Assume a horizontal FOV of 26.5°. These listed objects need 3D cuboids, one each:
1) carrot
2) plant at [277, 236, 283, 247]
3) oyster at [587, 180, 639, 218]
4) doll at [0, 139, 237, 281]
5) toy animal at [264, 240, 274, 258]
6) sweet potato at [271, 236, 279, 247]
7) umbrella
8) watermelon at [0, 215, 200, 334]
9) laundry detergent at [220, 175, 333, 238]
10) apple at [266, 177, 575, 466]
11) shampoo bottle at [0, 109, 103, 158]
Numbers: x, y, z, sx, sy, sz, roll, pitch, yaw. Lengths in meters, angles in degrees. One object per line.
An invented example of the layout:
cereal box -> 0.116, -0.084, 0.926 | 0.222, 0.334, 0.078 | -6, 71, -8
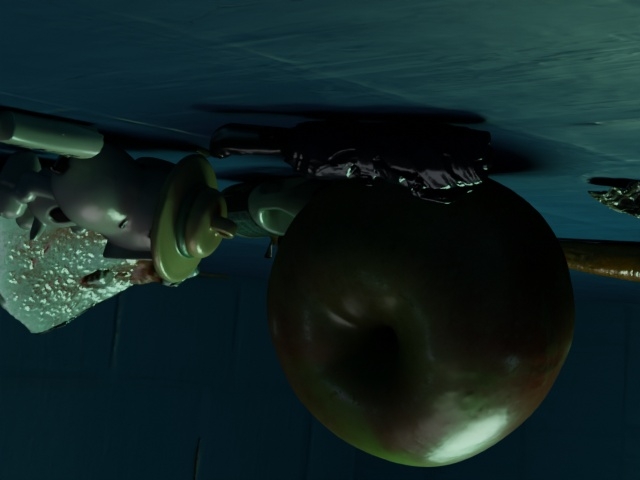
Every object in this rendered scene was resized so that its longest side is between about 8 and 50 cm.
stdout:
carrot -> 0.409, 0.024, 2.058 | 0.209, 0.061, 0.061 | 7, 176, 18
plant -> 0.091, 0.031, 1.668 | 0.204, 0.178, 0.234 | 7, 169, -34
oyster -> 0.331, -0.038, 1.428 | 0.100, 0.037, 0.098 | 3, 175, 16
doll -> -0.224, -0.044, 1.471 | 0.208, 0.144, 0.271 | 27, 164, -23
toy animal -> -0.059, -0.007, 2.169 | 0.220, 0.062, 0.108 | 2, -167, 14
sweet potato -> -0.002, 0.001, 1.922 | 0.097, 0.097, 0.291 | 1, 173, 42
umbrella -> 0.021, -0.073, 1.150 | 0.248, 0.071, 0.071 | 6, 176, 10
watermelon -> -0.329, 0.018, 1.708 | 0.319, 0.214, 0.289 | 16, 176, 13
laundry detergent -> -0.032, -0.039, 1.588 | 0.099, 0.070, 0.225 | 15, 171, -31
apple -> 0.110, 0.068, 1.393 | 0.319, 0.319, 0.277 | 1, -159, 35
shampoo bottle -> -0.275, -0.103, 1.280 | 0.141, 0.034, 0.049 | 10, 180, -45
